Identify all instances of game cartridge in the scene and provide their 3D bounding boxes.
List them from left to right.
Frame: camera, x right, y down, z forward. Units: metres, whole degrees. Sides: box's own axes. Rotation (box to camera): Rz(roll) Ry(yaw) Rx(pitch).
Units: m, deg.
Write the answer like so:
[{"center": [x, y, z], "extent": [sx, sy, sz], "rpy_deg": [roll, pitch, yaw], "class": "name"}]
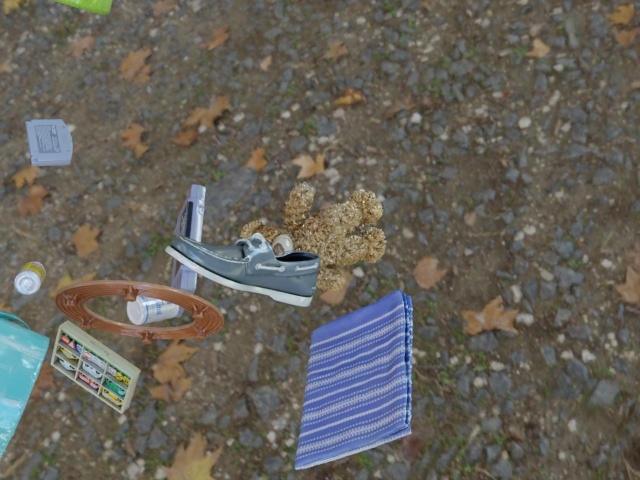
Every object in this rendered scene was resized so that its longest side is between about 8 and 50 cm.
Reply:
[{"center": [-0.362, -0.131, 0.992], "extent": [0.056, 0.017, 0.083], "rpy_deg": [-7, 51, -21], "class": "game cartridge"}, {"center": [-0.413, 0.030, 2.262], "extent": [0.068, 0.230, 0.355], "rpy_deg": [9, 59, -14], "class": "game cartridge"}]

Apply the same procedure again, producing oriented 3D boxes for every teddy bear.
[{"center": [0.000, 0.000, 1.621], "extent": [0.113, 0.338, 0.245], "rpy_deg": [33, 117, 59], "class": "teddy bear"}]

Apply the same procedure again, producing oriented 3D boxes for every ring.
[{"center": [-0.362, 0.154, 1.487], "extent": [0.336, 0.336, 0.032], "rpy_deg": [-7, 62, 22], "class": "ring"}]

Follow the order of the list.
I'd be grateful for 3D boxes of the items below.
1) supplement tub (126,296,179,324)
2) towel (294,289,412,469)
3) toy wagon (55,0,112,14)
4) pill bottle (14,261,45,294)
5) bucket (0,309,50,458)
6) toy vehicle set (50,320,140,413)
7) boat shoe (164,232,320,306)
[{"center": [-0.403, 0.160, 1.778], "extent": [0.071, 0.107, 0.071], "rpy_deg": [8, 101, 42], "class": "supplement tub"}, {"center": [0.063, 0.251, 1.394], "extent": [0.243, 0.040, 0.336], "rpy_deg": [-26, 32, 25], "class": "towel"}, {"center": [-0.263, -0.361, 0.650], "extent": [0.344, 0.068, 0.267], "rpy_deg": [21, 102, 21], "class": "toy wagon"}, {"center": [-0.513, 0.064, 1.314], "extent": [0.043, 0.043, 0.083], "rpy_deg": [-34, 19, -1], "class": "pill bottle"}, {"center": [-0.599, 0.248, 1.270], "extent": [0.281, 0.183, 0.281], "rpy_deg": [-53, 23, 34], "class": "bucket"}, {"center": [-0.645, 0.362, 2.114], "extent": [0.266, 0.166, 0.035], "rpy_deg": [31, 34, 11], "class": "toy vehicle set"}, {"center": [-0.122, 0.031, 1.271], "extent": [0.116, 0.319, 0.099], "rpy_deg": [30, 96, 47], "class": "boat shoe"}]
